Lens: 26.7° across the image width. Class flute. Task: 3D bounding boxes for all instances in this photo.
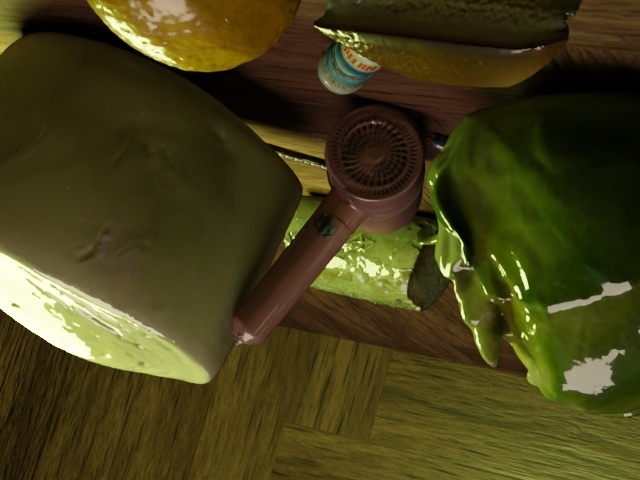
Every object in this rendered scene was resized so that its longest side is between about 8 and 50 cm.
[{"bbox_3d":[-0.066,-0.131,1.986,0.270,0.014,0.014,16,168,0],"label":"flute"}]

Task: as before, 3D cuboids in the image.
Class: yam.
[{"bbox_3d":[0.079,0.019,2.149,0.268,0.161,0.161,14,168,23],"label":"yam"}]

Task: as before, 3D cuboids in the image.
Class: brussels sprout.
[{"bbox_3d":[0.299,-0.008,1.438,0.371,0.314,0.276,48,-152,20],"label":"brussels sprout"}]

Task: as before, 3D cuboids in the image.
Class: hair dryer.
[{"bbox_3d":[0.000,0.000,1.731,0.125,0.352,0.210,39,172,10],"label":"hair dryer"},{"bbox_3d":[0.184,-0.109,1.732,0.114,0.037,0.063,25,168,-7],"label":"hair dryer"}]

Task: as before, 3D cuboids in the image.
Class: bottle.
[{"bbox_3d":[0.051,-0.206,1.407,0.060,0.060,0.217,19,166,-12],"label":"bottle"}]

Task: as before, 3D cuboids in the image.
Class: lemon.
[{"bbox_3d":[-0.111,-0.243,1.147,0.188,0.188,0.257,6,161,38],"label":"lemon"}]

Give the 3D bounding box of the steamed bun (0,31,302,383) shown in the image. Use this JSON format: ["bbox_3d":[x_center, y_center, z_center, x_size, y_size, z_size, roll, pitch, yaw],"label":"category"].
[{"bbox_3d":[-0.272,-0.049,1.738,0.456,0.371,0.290,28,158,-5],"label":"steamed bun"}]

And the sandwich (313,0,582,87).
[{"bbox_3d":[0.127,-0.202,1.243,0.258,0.094,0.096,11,162,30],"label":"sandwich"}]
